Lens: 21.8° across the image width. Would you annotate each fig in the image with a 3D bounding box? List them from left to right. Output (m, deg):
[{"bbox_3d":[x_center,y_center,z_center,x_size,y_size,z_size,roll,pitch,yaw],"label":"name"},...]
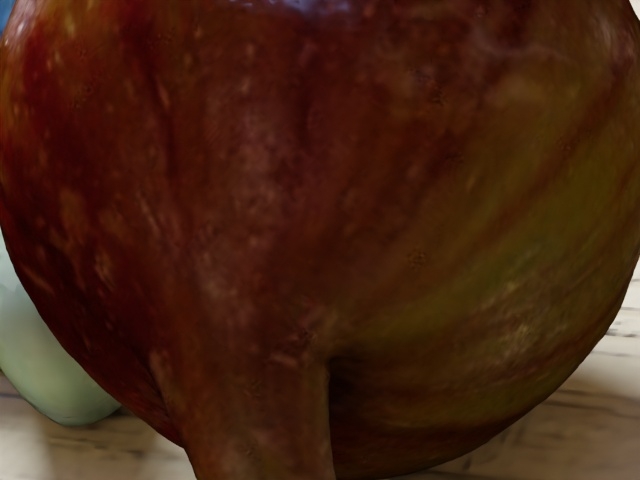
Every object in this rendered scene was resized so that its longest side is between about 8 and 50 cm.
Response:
[{"bbox_3d":[-0.004,-0.007,0.389,0.175,0.175,0.207,0,36,19],"label":"fig"}]

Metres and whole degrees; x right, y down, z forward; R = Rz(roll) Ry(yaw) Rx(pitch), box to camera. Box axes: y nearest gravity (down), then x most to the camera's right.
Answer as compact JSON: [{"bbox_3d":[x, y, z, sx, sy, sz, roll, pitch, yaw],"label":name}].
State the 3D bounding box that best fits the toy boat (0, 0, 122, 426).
[{"bbox_3d":[-0.142,-0.056,0.576,0.215,0.123,0.330,-9,30,6],"label":"toy boat"}]
